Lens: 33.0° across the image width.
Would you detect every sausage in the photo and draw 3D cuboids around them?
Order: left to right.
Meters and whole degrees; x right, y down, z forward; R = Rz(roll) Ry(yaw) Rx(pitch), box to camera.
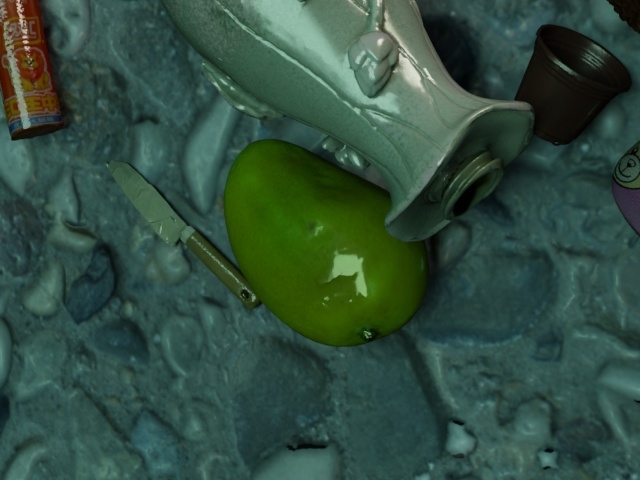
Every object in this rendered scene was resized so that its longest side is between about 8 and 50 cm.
[{"bbox_3d":[-0.406,-0.275,1.452,0.074,0.074,0.273,-13,87,28],"label":"sausage"}]

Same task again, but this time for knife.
[{"bbox_3d":[-0.185,-0.012,1.387,0.298,0.017,0.047,44,118,17],"label":"knife"}]

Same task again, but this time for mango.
[{"bbox_3d":[-0.001,0.009,1.217,0.273,0.149,0.185,30,103,26],"label":"mango"}]

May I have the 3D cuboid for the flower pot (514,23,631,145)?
[{"bbox_3d":[0.248,-0.154,1.107,0.111,0.111,0.089,43,127,18],"label":"flower pot"}]

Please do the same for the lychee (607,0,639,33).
[{"bbox_3d":[0.342,-0.273,1.001,0.195,0.194,0.194,3,95,28],"label":"lychee"}]

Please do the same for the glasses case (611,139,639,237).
[{"bbox_3d":[0.419,-0.108,0.999,0.316,0.076,0.123,-37,58,12],"label":"glasses case"}]

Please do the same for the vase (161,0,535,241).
[{"bbox_3d":[0.016,-0.205,1.126,0.445,0.250,0.250,49,114,19],"label":"vase"}]
